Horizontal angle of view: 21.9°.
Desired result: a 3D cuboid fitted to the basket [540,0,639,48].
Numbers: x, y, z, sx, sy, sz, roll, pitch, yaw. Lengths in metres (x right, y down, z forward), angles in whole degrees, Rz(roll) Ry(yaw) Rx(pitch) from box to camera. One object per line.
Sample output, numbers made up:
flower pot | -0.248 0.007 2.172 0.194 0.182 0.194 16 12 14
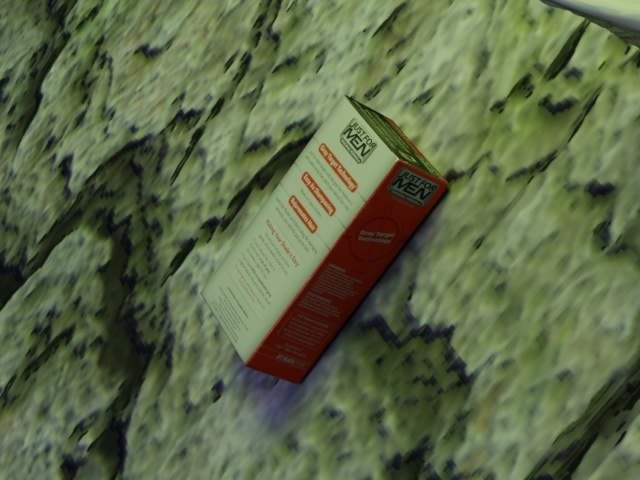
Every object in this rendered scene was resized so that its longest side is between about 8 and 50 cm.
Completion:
basket | 0.186 -0.155 0.723 0.113 0.103 0.167 29 95 50

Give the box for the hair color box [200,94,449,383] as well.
hair color box | 0.000 0.000 0.898 0.141 0.043 0.072 -53 41 16
